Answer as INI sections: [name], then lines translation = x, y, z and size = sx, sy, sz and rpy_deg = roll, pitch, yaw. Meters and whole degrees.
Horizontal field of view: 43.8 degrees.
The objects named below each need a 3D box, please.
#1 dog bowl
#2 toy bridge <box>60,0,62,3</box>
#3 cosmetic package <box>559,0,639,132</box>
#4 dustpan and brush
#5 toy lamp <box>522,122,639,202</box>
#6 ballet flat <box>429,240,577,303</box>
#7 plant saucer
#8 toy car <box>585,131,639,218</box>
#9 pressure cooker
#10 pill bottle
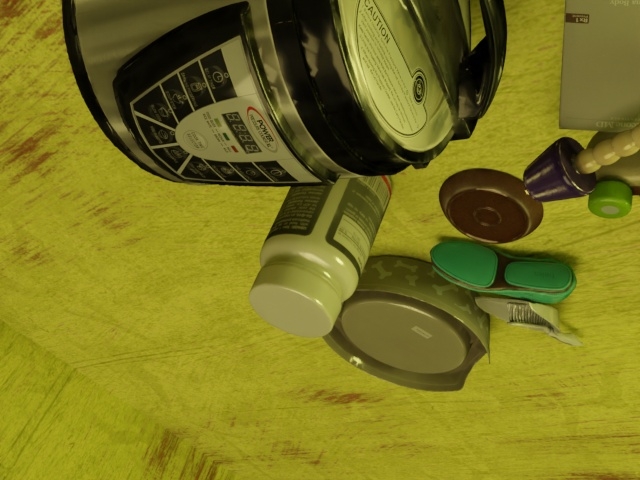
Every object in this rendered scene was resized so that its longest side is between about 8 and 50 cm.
[dog bowl]
translation = 0.169, 0.161, 1.550
size = 0.348, 0.102, 0.349
rpy_deg = 15, 146, 11
[toy bridge]
translation = -0.316, -0.378, 1.160
size = 0.188, 0.026, 0.063
rpy_deg = -5, 136, 35
[cosmetic package]
translation = 0.338, -0.237, 0.894
size = 0.127, 0.107, 0.238
rpy_deg = 5, 140, 20
[dustpan and brush]
translation = 0.393, 0.148, 1.421
size = 0.211, 0.060, 0.147
rpy_deg = 12, 173, -27
[toy lamp]
translation = 0.353, -0.115, 0.903
size = 0.080, 0.080, 0.274
rpy_deg = 39, 137, -23
[ballet flat]
translation = 0.306, 0.062, 1.353
size = 0.247, 0.083, 0.087
rpy_deg = 11, 159, 22
[plant saucer]
translation = 0.267, -0.046, 1.269
size = 0.168, 0.029, 0.168
rpy_deg = 16, 147, 11
[toy car]
translation = 0.436, -0.074, 1.034
size = 0.149, 0.155, 0.188
rpy_deg = -1, 152, 32
[pressure cooker]
translation = -0.016, -0.248, 0.860
size = 0.420, 0.370, 0.376
rpy_deg = 0, 97, 31
[pill bottle]
translation = 0.000, 0.000, 1.261
size = 0.161, 0.283, 0.161
rpy_deg = 16, 146, 11
